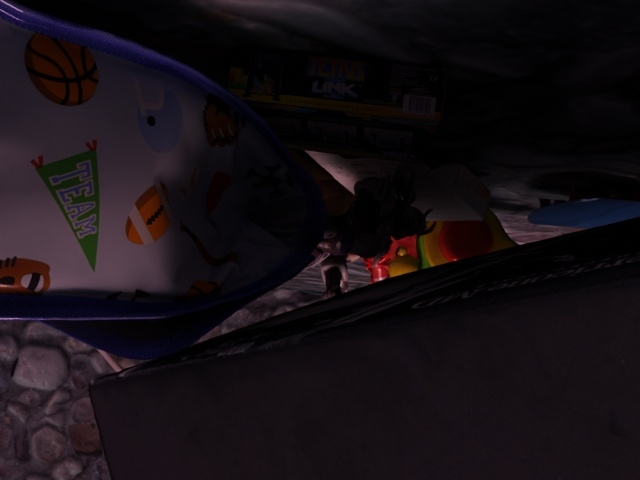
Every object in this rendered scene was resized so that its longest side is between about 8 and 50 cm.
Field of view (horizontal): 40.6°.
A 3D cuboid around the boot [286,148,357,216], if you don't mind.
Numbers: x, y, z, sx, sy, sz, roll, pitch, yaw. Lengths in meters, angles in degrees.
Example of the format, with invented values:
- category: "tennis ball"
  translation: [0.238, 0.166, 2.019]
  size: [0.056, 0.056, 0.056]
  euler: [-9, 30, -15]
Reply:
- category: "boot"
  translation: [-0.071, -0.044, 1.082]
  size: [0.203, 0.095, 0.262]
  euler: [-1, 165, 38]

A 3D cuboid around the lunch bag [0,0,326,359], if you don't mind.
- category: "lunch bag"
  translation: [-0.229, -0.049, 0.695]
  size: [0.328, 0.238, 0.385]
  euler: [13, -177, 40]

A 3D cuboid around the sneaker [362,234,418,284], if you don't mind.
- category: "sneaker"
  translation: [0.083, 0.014, 1.250]
  size: [0.221, 0.128, 0.087]
  euler: [14, 168, -43]

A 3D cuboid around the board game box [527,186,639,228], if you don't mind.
- category: "board game box"
  translation: [0.328, -0.044, 1.007]
  size: [0.169, 0.033, 0.133]
  euler: [4, 167, -15]

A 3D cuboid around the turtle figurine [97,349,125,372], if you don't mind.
- category: "turtle figurine"
  translation: [-0.298, 0.021, 1.146]
  size: [0.266, 0.198, 0.274]
  euler: [28, 159, 33]

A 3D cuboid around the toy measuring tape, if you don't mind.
- category: "toy measuring tape"
  translation: [0.245, -0.014, 1.154]
  size: [0.330, 0.121, 0.121]
  euler: [-15, 172, -4]

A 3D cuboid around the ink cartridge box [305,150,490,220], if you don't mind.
- category: "ink cartridge box"
  translation: [0.089, -0.079, 0.993]
  size: [0.145, 0.045, 0.179]
  euler: [0, 151, 41]

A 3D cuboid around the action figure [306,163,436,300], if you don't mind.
- category: "action figure"
  translation: [0.000, 0.000, 0.941]
  size: [0.285, 0.099, 0.185]
  euler: [-8, 138, -21]

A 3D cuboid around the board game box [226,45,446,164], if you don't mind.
- category: "board game box"
  translation: [0.016, -0.112, 0.737]
  size: [0.170, 0.048, 0.141]
  euler: [7, 173, 3]

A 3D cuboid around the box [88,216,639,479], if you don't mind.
- category: "box"
  translation: [0.167, 0.160, 0.714]
  size: [0.480, 0.297, 0.472]
  euler: [-16, 180, 35]

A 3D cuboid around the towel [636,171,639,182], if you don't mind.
- category: "towel"
  translation: [0.434, -0.056, 0.850]
  size: [0.144, 0.029, 0.197]
  euler: [13, 170, -30]
